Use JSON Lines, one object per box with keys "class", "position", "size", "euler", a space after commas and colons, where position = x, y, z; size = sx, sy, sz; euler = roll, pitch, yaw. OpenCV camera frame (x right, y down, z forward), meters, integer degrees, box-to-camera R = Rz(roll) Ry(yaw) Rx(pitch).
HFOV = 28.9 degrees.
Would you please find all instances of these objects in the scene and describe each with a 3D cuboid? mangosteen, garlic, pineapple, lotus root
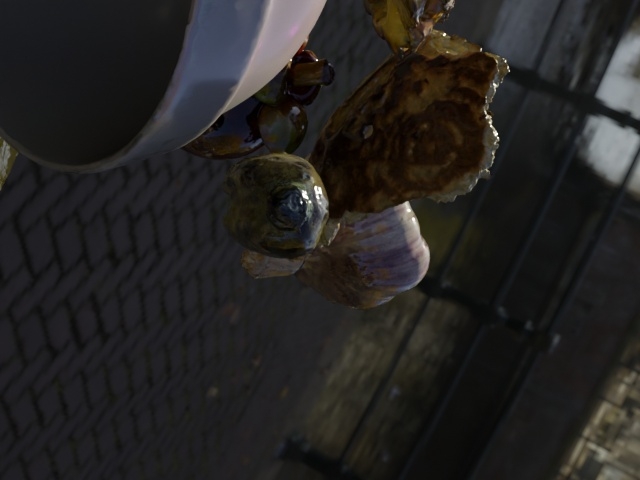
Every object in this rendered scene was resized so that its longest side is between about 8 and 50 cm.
{"class": "mangosteen", "position": [-0.080, -0.166, 1.229], "size": [0.200, 0.200, 0.200], "euler": [-52, 159, -31]}
{"class": "garlic", "position": [0.000, 0.000, 1.737], "size": [0.253, 0.245, 0.245], "euler": [-24, 141, -33]}
{"class": "pineapple", "position": [0.074, -0.272, 1.126], "size": [0.076, 0.224, 0.225], "euler": [-16, 147, -8]}
{"class": "lotus root", "position": [-0.021, -0.017, 0.621], "size": [0.099, 0.049, 0.054], "euler": [-169, -101, -76]}

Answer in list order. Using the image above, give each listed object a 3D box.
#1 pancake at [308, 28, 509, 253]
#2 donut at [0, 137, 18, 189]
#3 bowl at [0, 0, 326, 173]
{"class": "pancake", "position": [0.078, -0.111, 1.242], "size": [0.056, 0.257, 0.212], "euler": [36, 47, -45]}
{"class": "donut", "position": [-0.361, -0.126, 1.147], "size": [0.152, 0.259, 0.101], "euler": [-57, 144, -32]}
{"class": "bowl", "position": [-0.087, -0.184, 0.610], "size": [0.144, 0.287, 0.287], "euler": [-17, 135, -37]}
